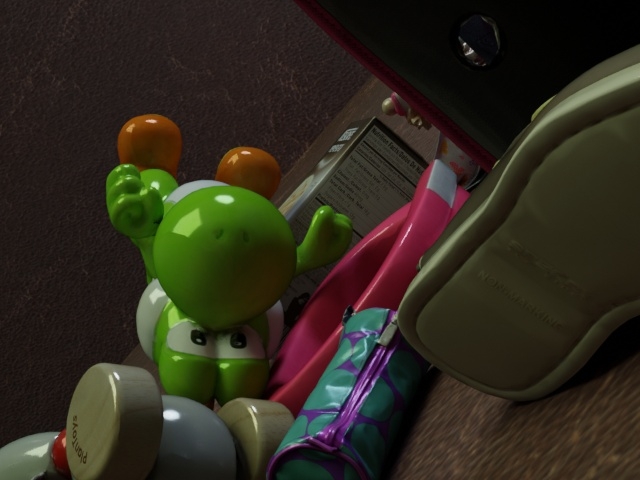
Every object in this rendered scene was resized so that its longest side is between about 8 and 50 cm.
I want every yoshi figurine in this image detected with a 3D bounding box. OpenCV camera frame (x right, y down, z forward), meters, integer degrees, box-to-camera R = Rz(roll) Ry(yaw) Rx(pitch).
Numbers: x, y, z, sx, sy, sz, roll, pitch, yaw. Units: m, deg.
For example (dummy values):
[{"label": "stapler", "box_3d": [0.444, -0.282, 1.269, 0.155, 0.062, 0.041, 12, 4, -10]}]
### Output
[{"label": "yoshi figurine", "box_3d": [-0.086, -0.007, 1.161, 0.203, 0.203, 0.362, -26, 29, 5]}]

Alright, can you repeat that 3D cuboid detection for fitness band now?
[{"label": "fitness band", "box_3d": [0.040, 0.046, 1.107, 0.209, 0.054, 0.291, -49, 5, 26]}]

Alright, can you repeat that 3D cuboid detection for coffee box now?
[{"label": "coffee box", "box_3d": [0.000, 0.000, 1.393, 0.246, 0.098, 0.141, -50, 8, -4]}]

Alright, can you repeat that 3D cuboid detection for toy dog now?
[{"label": "toy dog", "box_3d": [-0.148, 0.202, 1.006, 0.334, 0.220, 0.161, 127, 148, -65]}]

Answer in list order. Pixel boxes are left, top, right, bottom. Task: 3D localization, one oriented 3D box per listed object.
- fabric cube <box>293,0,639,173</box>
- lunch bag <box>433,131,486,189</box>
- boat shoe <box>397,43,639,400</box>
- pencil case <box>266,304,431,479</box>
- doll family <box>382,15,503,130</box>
[{"label": "fabric cube", "box_3d": [0.167, -0.192, 0.705, 0.258, 0.254, 0.259, -52, 7, -21]}, {"label": "lunch bag", "box_3d": [0.132, -0.086, 1.215, 0.071, 0.053, 0.083, -57, -15, -47]}, {"label": "boat shoe", "box_3d": [0.136, -0.024, 0.589, 0.097, 0.116, 0.324, -57, 4, -29]}, {"label": "pencil case", "box_3d": [0.021, 0.101, 0.833, 0.152, 0.064, 0.070, -59, -13, -52]}, {"label": "doll family", "box_3d": [0.149, -0.157, 0.910, 0.263, 0.163, 0.118, -39, 22, 9]}]
